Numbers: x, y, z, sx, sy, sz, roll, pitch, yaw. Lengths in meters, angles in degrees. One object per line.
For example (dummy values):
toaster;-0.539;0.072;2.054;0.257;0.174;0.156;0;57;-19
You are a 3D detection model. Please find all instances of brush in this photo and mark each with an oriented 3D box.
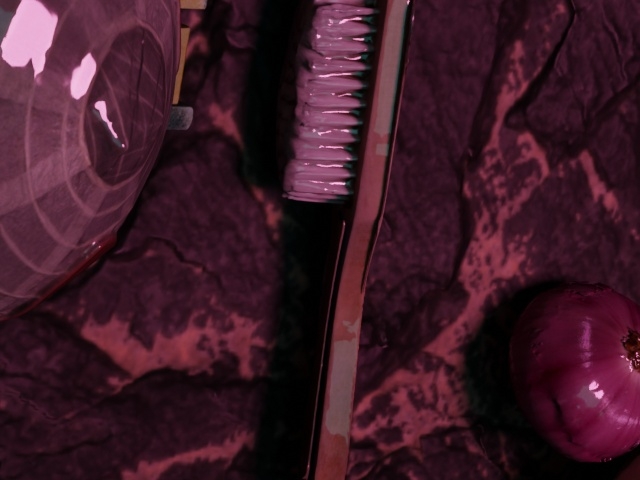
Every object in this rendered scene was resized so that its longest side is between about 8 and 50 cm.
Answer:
brush;0.000;0.000;1.052;0.065;0.070;0.327;2;109;-13

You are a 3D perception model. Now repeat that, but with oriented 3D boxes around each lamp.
lamp;-0.170;-0.082;0.811;0.233;0.233;0.265;6;108;-33

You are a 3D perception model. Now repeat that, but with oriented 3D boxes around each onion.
onion;0.163;0.083;1.163;0.115;0.115;0.104;20;141;-35

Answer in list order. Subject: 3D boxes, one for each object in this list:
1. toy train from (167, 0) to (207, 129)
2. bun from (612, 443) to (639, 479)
toy train;-0.102;-0.104;0.958;0.081;0.050;0.122;-5;111;-41
bun;0.271;0.267;1.208;0.349;0.227;0.352;-36;125;-16
